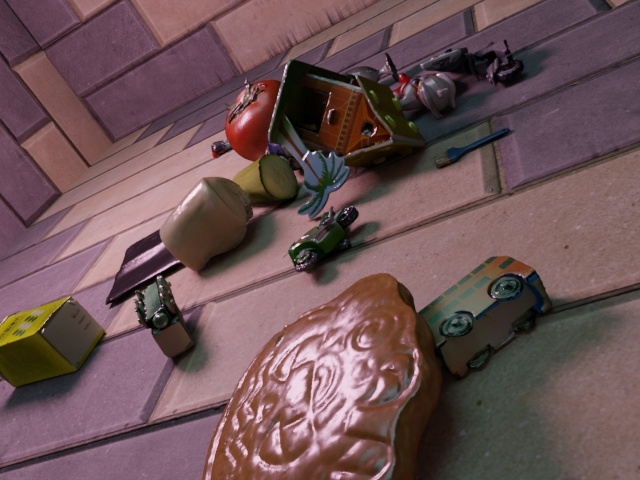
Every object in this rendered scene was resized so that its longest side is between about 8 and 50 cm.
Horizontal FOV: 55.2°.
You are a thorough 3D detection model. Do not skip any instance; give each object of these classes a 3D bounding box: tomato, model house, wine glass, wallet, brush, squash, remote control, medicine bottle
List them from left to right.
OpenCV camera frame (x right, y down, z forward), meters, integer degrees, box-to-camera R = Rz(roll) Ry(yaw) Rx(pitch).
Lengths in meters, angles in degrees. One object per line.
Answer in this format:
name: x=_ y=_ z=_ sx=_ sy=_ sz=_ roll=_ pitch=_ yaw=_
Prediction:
medicine bottle: x=-0.666 y=0.242 z=1.463 sx=0.250 sy=0.141 sz=0.137 roll=-19 pitch=32 yaw=27
wallet: x=-0.472 y=0.039 z=1.720 sx=0.247 sy=0.041 sz=0.323 roll=-30 pitch=28 yaw=9
squash: x=-0.168 y=-0.156 z=1.649 sx=0.137 sy=0.137 sz=0.287 roll=-45 pitch=19 yaw=-25
tomato: x=-0.169 y=-0.360 z=1.853 sx=0.255 sy=0.224 sz=0.256 roll=-29 pitch=43 yaw=30
model house: x=0.081 y=-0.216 z=1.459 sx=0.323 sy=0.340 sz=0.300 roll=25 pitch=16 yaw=34
wine glass: x=0.130 y=-0.498 z=1.923 sx=0.222 sy=0.103 sz=0.103 roll=-22 pitch=27 yaw=23
remote control: x=0.334 y=-0.473 z=1.615 sx=0.103 sy=0.051 sz=0.293 roll=-18 pitch=9 yaw=22
brush: x=0.313 y=-0.195 z=1.271 sx=0.164 sy=0.014 sz=0.051 roll=-24 pitch=28 yaw=16

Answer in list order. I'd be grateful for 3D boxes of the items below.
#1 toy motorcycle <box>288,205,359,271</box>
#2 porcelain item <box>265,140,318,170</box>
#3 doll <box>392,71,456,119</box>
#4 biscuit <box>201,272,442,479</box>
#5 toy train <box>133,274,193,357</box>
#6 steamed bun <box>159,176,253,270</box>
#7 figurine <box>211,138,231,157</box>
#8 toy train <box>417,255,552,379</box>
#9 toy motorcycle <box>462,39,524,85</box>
toy motorcycle: x=0.000 y=0.000 z=1.225 sx=0.190 sy=0.074 sz=0.106 roll=-48 pitch=21 yaw=-29
porcelain item: x=-0.043 y=-0.323 z=1.696 sx=0.288 sy=0.138 sz=0.186 roll=-51 pitch=39 yaw=-10
doll: x=0.242 y=-0.387 z=1.614 sx=0.188 sy=0.099 sz=0.384 roll=-35 pitch=22 yaw=-7
biscuit: x=-0.015 y=0.214 z=0.783 sx=0.365 sy=0.062 sz=0.385 roll=-34 pitch=26 yaw=21
toy train: x=-0.319 y=0.152 z=1.243 sx=0.080 sy=0.125 sz=0.194 roll=-29 pitch=21 yaw=-9
steamed bun: x=-0.274 y=-0.030 z=1.508 sx=0.225 sy=0.170 sz=0.200 roll=-45 pitch=-9 yaw=12
figurine: x=-0.357 y=-0.348 z=2.275 sx=0.105 sy=0.047 sz=0.060 roll=-20 pitch=63 yaw=9
toy train: x=0.204 y=0.098 z=0.803 sx=0.188 sy=0.072 sz=0.099 roll=-36 pitch=27 yaw=-5
toy motorcycle: x=0.419 y=-0.436 z=1.508 sx=0.122 sy=0.080 sz=0.215 roll=-24 pitch=30 yaw=16
